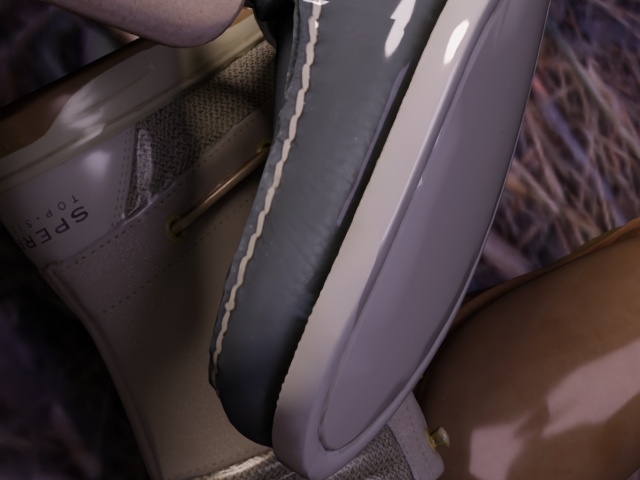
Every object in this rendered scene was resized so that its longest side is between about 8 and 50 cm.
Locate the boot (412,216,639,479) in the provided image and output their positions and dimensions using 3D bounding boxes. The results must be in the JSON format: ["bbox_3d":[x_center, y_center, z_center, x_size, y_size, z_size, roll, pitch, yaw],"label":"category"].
[{"bbox_3d":[0.170,0.011,0.635,0.236,0.269,0.089,-39,102,-44],"label":"boot"}]

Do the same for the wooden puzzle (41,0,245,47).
[{"bbox_3d":[-0.134,-0.165,0.513,0.221,0.044,0.238,18,33,-38],"label":"wooden puzzle"}]

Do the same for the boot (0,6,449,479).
[{"bbox_3d":[0.000,0.000,0.621,0.213,0.077,0.165,-30,97,-44],"label":"boot"}]

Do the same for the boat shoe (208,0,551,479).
[{"bbox_3d":[0.018,-0.083,0.569,0.116,0.099,0.319,77,31,-63],"label":"boat shoe"}]
